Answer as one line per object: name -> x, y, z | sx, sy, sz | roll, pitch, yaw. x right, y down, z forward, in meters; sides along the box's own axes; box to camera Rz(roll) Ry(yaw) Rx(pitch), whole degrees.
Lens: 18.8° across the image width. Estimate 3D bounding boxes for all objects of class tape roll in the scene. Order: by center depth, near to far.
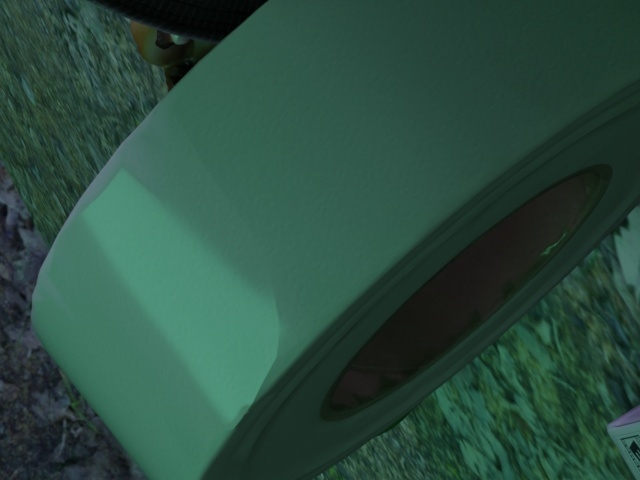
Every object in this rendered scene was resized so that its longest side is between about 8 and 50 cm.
tape roll -> 0.028, -0.014, 0.763 | 0.100, 0.286, 0.286 | 49, 162, 15

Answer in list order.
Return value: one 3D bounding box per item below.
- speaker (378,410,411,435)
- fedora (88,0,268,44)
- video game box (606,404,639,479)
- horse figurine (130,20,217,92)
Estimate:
speaker -> 0.000, 0.000, 1.188 | 0.131, 0.131, 0.296 | 49, 161, 36
fedora -> -0.012, -0.198, 0.691 | 0.124, 0.275, 0.243 | -8, 72, 48
video game box -> 0.229, 0.153, 0.883 | 0.205, 0.048, 0.187 | 59, 167, 2
horse figurine -> -0.039, -0.151, 0.866 | 0.174, 0.066, 0.263 | 155, 126, -74
